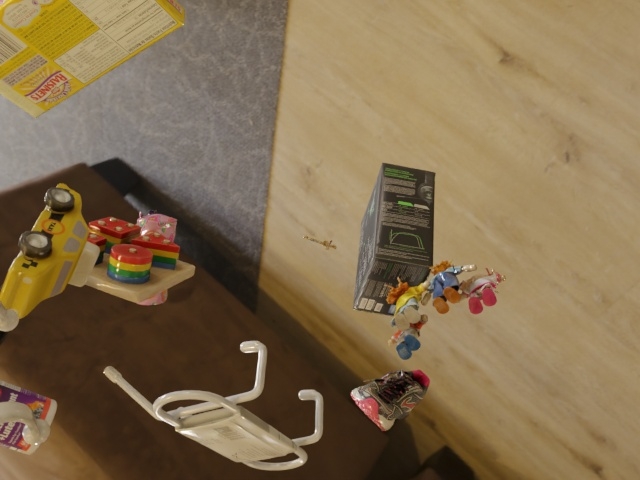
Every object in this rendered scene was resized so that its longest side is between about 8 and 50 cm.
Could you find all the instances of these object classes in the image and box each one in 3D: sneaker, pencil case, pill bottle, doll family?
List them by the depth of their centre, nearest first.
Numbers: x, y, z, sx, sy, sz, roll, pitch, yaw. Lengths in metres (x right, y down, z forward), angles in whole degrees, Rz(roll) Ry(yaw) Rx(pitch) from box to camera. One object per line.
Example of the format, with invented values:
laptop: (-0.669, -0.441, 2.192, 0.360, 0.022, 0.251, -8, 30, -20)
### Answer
pill bottle: (-0.607, 0.317, 1.177, 0.194, 0.108, 0.108, 29, 133, -23)
doll family: (0.218, 0.103, 1.224, 0.263, 0.163, 0.118, -34, 97, 16)
sneaker: (0.169, 0.362, 1.507, 0.121, 0.299, 0.112, 46, 105, 20)
pencil case: (-0.517, 0.054, 1.946, 0.124, 0.124, 0.284, 13, 101, 27)

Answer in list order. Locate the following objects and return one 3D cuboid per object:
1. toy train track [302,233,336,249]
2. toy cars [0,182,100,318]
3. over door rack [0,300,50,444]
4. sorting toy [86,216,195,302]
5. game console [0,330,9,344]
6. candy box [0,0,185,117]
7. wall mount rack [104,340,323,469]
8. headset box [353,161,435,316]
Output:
toy train track: (0.000, 0.000, 1.473, 0.083, 0.048, 0.014, 19, 113, -12)
toy cars: (-0.362, 0.020, 0.876, 0.087, 0.176, 0.394, 25, 171, -19)
over door rack: (-0.367, 0.154, 0.512, 0.324, 0.108, 0.239, -40, 55, 4)
sorting toy: (-0.451, 0.030, 1.450, 0.256, 0.257, 0.089, 18, 105, 12)
game console: (-0.805, 0.190, 1.181, 0.342, 0.386, 0.060, 41, 143, -26)
candy box: (-0.237, -0.193, 0.583, 0.206, 0.027, 0.105, -22, 145, 23)
wall mount rack: (-0.174, 0.275, 1.032, 0.304, 0.130, 0.350, -16, 140, 20)
headset box: (0.170, -0.005, 1.471, 0.131, 0.283, 0.246, 10, 145, -3)
